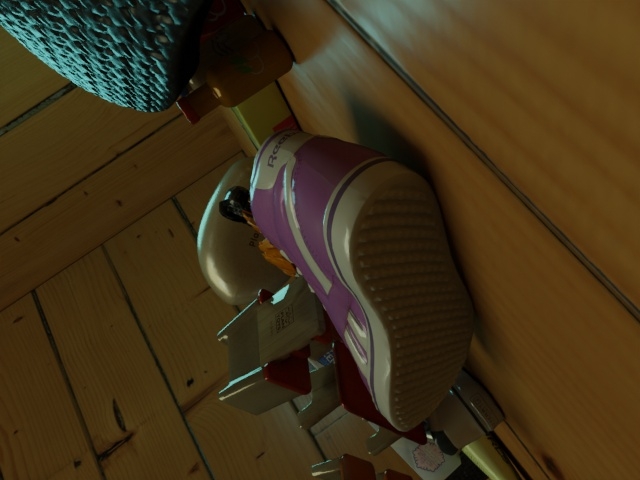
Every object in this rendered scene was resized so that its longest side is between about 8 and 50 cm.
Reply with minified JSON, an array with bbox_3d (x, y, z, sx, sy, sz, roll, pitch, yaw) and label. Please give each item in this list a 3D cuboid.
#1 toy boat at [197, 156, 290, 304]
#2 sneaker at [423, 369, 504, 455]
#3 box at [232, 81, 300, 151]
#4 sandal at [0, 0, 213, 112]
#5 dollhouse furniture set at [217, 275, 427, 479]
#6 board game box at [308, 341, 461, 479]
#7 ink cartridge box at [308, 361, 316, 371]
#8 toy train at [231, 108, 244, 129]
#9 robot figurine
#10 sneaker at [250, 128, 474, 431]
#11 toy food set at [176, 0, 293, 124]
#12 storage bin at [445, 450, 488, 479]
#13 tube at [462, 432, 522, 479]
[{"bbox_3d":[-0.063,0.011,1.050,0.318,0.268,0.148,24,179,-13],"label":"toy boat"},{"bbox_3d":[0.150,0.206,0.761,0.094,0.091,0.258,56,177,3],"label":"sneaker"},{"bbox_3d":[-0.066,-0.147,0.735,0.087,0.058,0.232,53,175,40],"label":"box"},{"bbox_3d":[-0.119,-0.182,0.352,0.167,0.107,0.445,36,164,-24],"label":"sandal"},{"bbox_3d":[0.031,0.146,0.605,0.259,0.135,0.262,34,-149,-37],"label":"dollhouse furniture set"},{"bbox_3d":[0.100,0.228,1.015,0.318,0.066,0.318,46,-171,2],"label":"board game box"},{"bbox_3d":[0.002,0.214,1.089,0.224,0.045,0.223,50,-162,30],"label":"ink cartridge box"},{"bbox_3d":[-0.151,-0.248,1.209,0.158,0.036,0.027,56,177,-3],"label":"toy train"},{"bbox_3d":[-0.011,-0.001,0.748,0.210,0.085,0.291,21,164,16],"label":"robot figurine"},{"bbox_3d":[0.031,0.030,0.468,0.161,0.102,0.282,31,149,43],"label":"sneaker"},{"bbox_3d":[-0.131,-0.220,0.522,0.232,0.104,0.111,56,177,-4],"label":"toy food set"},{"bbox_3d":[0.234,0.383,1.050,0.084,0.122,0.180,56,177,2],"label":"storage bin"},{"bbox_3d":[0.231,0.296,0.853,0.240,0.070,0.062,50,136,40],"label":"tube"}]
